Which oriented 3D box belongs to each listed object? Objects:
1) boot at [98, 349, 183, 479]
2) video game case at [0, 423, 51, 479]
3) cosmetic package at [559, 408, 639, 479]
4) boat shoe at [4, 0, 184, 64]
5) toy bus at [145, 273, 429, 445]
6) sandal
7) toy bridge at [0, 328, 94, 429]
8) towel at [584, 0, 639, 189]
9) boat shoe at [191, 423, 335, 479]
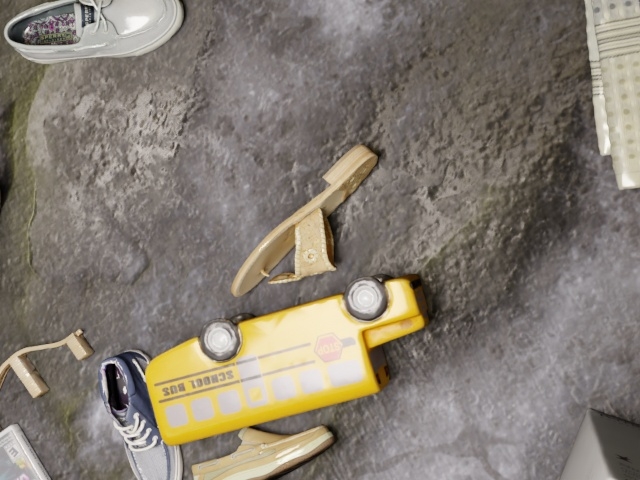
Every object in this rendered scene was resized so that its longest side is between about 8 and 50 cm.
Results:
[{"bbox_3d":[-0.227,0.230,1.246,0.069,0.086,0.190,-19,85,12],"label":"boot"},{"bbox_3d":[-0.426,0.362,1.322,0.190,0.022,0.173,-35,83,10],"label":"video game case"},{"bbox_3d":[0.339,0.291,0.970,0.217,0.385,0.156,19,95,10],"label":"cosmetic package"},{"bbox_3d":[-0.286,-0.267,1.267,0.227,0.081,0.079,-9,87,13],"label":"boat shoe"},{"bbox_3d":[-0.034,0.135,1.193,0.332,0.108,0.130,-16,86,12],"label":"toy bus"},{"bbox_3d":[-0.002,-0.001,1.199,0.079,0.088,0.240,43,93,16],"label":"sandal"},{"bbox_3d":[-0.377,0.173,1.311,0.188,0.026,0.063,-40,80,9],"label":"toy bridge"},{"bbox_3d":[0.456,-0.222,1.126,0.312,0.056,0.325,-7,86,9],"label":"towel"},{"bbox_3d":[-0.076,0.257,1.227,0.190,0.068,0.072,-27,72,11],"label":"boat shoe"}]
